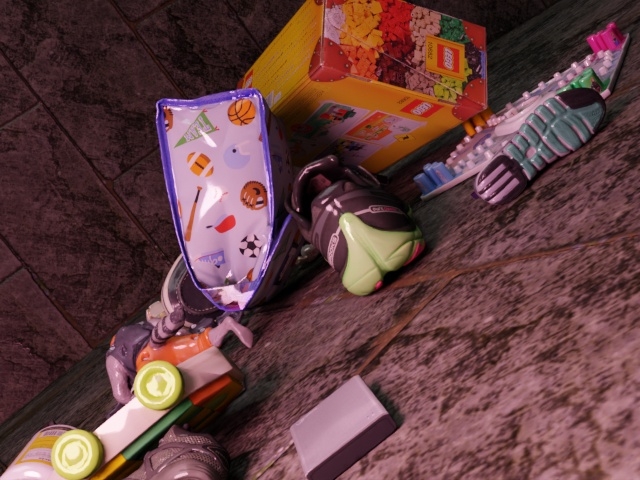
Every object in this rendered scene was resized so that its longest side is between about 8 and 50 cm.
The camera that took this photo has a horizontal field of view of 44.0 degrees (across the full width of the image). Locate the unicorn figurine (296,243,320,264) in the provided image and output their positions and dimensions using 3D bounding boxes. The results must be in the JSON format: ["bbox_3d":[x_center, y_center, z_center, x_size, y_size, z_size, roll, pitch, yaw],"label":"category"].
[{"bbox_3d":[0.000,0.000,1.731,0.162,0.060,0.111,-56,14,-14],"label":"unicorn figurine"}]

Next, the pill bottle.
[{"bbox_3d":[-0.423,0.374,1.205,0.119,0.119,0.208,-36,9,5],"label":"pill bottle"}]

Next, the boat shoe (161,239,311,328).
[{"bbox_3d":[-0.154,0.018,1.814,0.500,0.187,0.156,-36,1,-31],"label":"boat shoe"}]

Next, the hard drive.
[{"bbox_3d":[0.019,0.184,0.778,0.094,0.022,0.135,-38,9,-4],"label":"hard drive"}]

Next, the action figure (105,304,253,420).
[{"bbox_3d":[-0.269,0.179,1.462,0.330,0.178,0.341,-11,28,50],"label":"action figure"}]

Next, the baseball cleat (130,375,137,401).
[{"bbox_3d":[-0.283,0.275,1.212,0.206,0.109,0.072,-32,-30,-10],"label":"baseball cleat"}]

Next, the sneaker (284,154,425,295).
[{"bbox_3d":[0.048,-0.057,1.326,0.185,0.202,0.483,-37,9,-1],"label":"sneaker"}]

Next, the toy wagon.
[{"bbox_3d":[-0.248,0.265,1.008,0.344,0.068,0.267,-40,-14,-8],"label":"toy wagon"}]

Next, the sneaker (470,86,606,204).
[{"bbox_3d":[0.307,-0.140,1.153,0.223,0.083,0.098,-38,4,-1],"label":"sneaker"}]

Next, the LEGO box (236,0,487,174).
[{"bbox_3d":[0.065,-0.321,1.742,0.500,0.372,0.193,-27,56,60],"label":"LEGO box"}]

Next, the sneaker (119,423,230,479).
[{"bbox_3d":[-0.193,0.285,0.887,0.227,0.087,0.130,-31,8,16],"label":"sneaker"}]

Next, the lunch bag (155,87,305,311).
[{"bbox_3d":[-0.148,-0.061,1.498,0.239,0.385,0.328,-7,-3,6],"label":"lunch bag"}]

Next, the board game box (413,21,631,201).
[{"bbox_3d":[0.388,-0.254,1.521,0.390,0.050,0.390,-31,10,36],"label":"board game box"}]

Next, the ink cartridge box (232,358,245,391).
[{"bbox_3d":[-0.149,0.222,1.214,0.063,0.029,0.115,-38,8,-3],"label":"ink cartridge box"}]

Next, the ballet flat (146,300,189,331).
[{"bbox_3d":[-0.380,0.201,1.956,0.123,0.123,0.348,-39,9,-12],"label":"ballet flat"}]

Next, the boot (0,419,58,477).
[{"bbox_3d":[-0.584,0.462,1.461,0.280,0.096,0.264,-43,11,-31],"label":"boot"}]

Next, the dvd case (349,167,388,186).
[{"bbox_3d":[0.031,-0.133,1.995,0.179,0.029,0.238,9,-16,-28],"label":"dvd case"}]
